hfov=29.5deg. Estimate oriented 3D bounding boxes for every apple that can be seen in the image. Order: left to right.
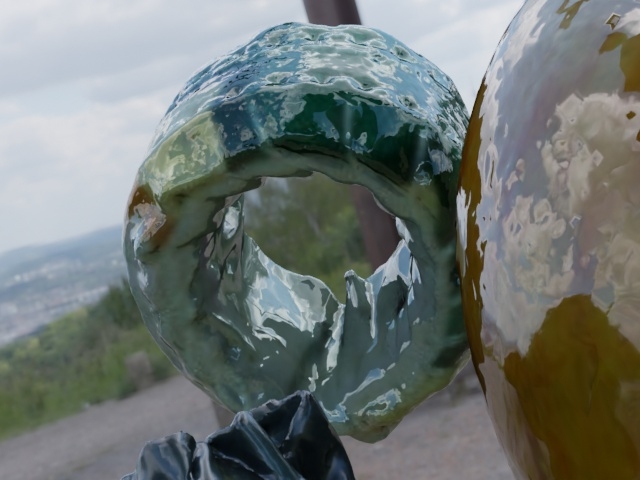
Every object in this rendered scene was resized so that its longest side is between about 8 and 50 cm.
[{"bbox_3d":[0.238,-0.007,0.475,0.400,0.333,0.400,-39,29,26],"label":"apple"}]

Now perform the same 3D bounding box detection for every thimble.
[{"bbox_3d":[0.000,0.000,0.856,0.254,0.288,0.167,-13,32,12],"label":"thimble"}]

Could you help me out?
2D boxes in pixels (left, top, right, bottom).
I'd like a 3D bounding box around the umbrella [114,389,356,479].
[{"bbox_3d":[0.065,0.184,0.424,0.143,0.349,0.094,-37,-24,-38],"label":"umbrella"}]
